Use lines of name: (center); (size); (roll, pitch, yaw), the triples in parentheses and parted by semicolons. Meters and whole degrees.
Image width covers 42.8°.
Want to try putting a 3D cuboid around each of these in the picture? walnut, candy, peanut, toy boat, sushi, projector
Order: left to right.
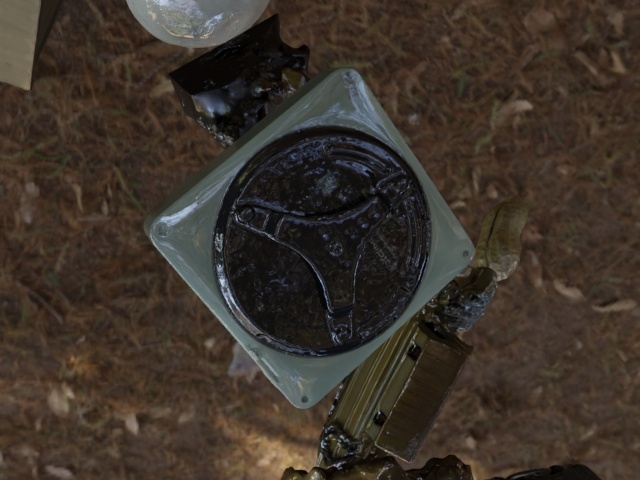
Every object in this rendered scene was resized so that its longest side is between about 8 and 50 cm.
candy: (-0.220, -0.451, 1.461); (0.295, 0.185, 0.295); (5, 158, 2)
sushi: (-0.080, -0.194, 1.326); (0.215, 0.212, 0.227); (-32, 137, -14)
projector: (0.000, 0.000, 0.822); (0.259, 0.079, 0.257); (-41, 112, -10)
walnut: (0.071, 0.326, 0.976); (0.238, 0.141, 0.204); (-3, 161, -3)
toy boat: (0.124, 0.224, 1.205); (0.136, 0.162, 0.445); (14, 110, -39)
peanut: (0.308, -0.002, 1.380); (0.080, 0.174, 0.080); (18, 151, 10)

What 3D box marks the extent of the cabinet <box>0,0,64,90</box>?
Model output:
cabinet: (-0.192, -0.229, 0.456); (0.148, 0.175, 0.215); (19, 149, -15)

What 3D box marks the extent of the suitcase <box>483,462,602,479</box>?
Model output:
suitcase: (0.187, 0.374, 0.814); (0.202, 0.128, 0.312); (2, 119, -34)
